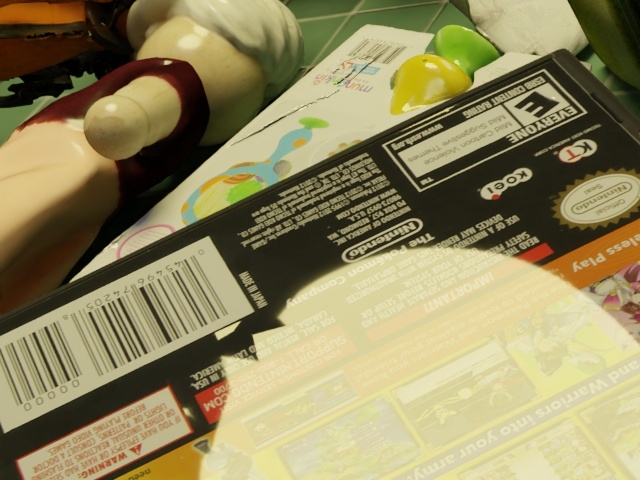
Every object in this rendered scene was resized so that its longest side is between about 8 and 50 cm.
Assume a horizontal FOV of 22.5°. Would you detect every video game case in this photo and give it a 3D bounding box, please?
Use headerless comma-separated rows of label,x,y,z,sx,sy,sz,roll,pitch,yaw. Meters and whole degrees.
video game case,0.027,0.061,0.536,0.275,0.035,0.248,-26,42,-8

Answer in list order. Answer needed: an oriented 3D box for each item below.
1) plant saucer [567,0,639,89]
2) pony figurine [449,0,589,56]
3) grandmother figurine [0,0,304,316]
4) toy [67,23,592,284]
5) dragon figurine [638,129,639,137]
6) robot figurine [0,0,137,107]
plant saucer,0.189,-0.119,0.677,0.188,0.188,0.045,-10,67,20
pony figurine,0.083,-0.264,0.902,0.351,0.303,0.363,-33,15,-35
grandmother figurine,-0.124,-0.024,0.771,0.208,0.104,0.342,-11,26,45
toy,0.000,0.000,0.681,0.137,0.056,0.237,18,56,43
dragon figurine,0.179,-0.104,0.524,0.085,0.289,0.144,23,49,11
robot figurine,-0.169,-0.145,0.863,0.291,0.085,0.211,-9,-19,-34
